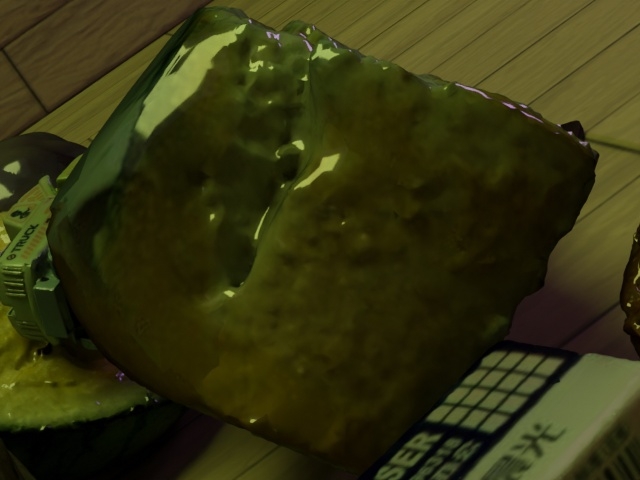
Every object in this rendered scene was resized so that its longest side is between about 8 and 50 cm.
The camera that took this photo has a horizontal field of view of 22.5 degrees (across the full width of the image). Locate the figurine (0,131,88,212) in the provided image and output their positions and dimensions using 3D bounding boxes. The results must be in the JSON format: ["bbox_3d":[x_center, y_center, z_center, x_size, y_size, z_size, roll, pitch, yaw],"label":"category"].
[{"bbox_3d":[-0.244,-0.028,1.609,0.381,0.203,0.248,-22,17,28],"label":"figurine"}]

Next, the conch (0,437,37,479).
[{"bbox_3d":[-0.255,0.205,1.013,0.324,0.263,0.186,22,24,27],"label":"conch"}]

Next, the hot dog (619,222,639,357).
[{"bbox_3d":[0.263,-0.011,0.866,0.227,0.099,0.160,-31,18,-3],"label":"hot dog"}]

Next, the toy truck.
[{"bbox_3d":[-0.178,0.000,1.192,0.116,0.085,0.191,4,35,21],"label":"toy truck"}]

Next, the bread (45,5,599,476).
[{"bbox_3d":[-0.024,-0.026,1.023,0.239,0.264,0.395,-64,11,5],"label":"bread"}]

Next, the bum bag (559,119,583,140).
[{"bbox_3d":[0.137,-0.046,1.296,0.159,0.026,0.109,-19,22,25],"label":"bum bag"}]

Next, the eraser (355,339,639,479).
[{"bbox_3d":[0.050,0.171,0.766,0.287,0.086,0.130,-42,21,-25],"label":"eraser"}]

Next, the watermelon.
[{"bbox_3d":[-0.235,0.088,1.270,0.331,0.331,0.189,-51,-18,-44],"label":"watermelon"}]
